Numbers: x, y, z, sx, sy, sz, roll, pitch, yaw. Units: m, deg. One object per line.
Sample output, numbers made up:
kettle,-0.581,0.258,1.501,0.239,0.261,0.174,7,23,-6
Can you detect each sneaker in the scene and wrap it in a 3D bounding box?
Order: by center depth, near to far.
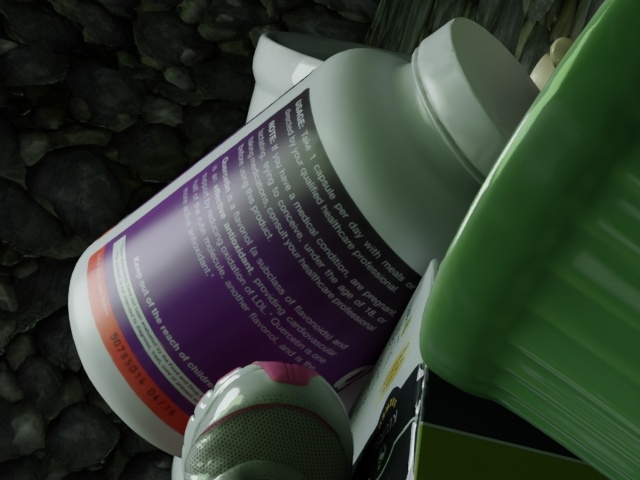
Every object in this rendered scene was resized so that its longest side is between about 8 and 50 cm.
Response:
sneaker,-0.037,0.190,0.803,0.111,0.103,0.252,-103,22,-68

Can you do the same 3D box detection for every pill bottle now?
pill bottle,0.000,0.000,0.934,0.323,0.181,0.181,-35,26,25

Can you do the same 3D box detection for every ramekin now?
ramekin,0.190,-0.023,0.540,0.303,0.148,0.303,-45,-18,-19

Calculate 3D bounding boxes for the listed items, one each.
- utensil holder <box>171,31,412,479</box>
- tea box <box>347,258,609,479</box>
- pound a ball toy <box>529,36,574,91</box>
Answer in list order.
utensil holder,0.061,0.052,1.187,0.327,0.328,0.385,-105,29,-77
tea box,0.103,0.248,0.842,0.329,0.220,0.323,113,170,-51
pound a ball toy,0.234,-0.146,0.836,0.208,0.136,0.319,-58,-4,4
